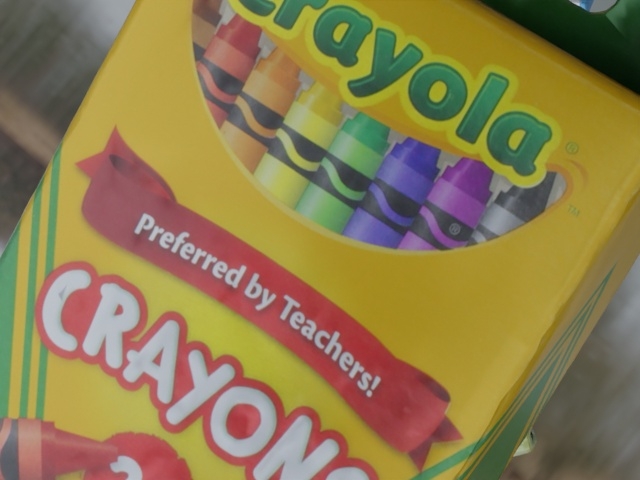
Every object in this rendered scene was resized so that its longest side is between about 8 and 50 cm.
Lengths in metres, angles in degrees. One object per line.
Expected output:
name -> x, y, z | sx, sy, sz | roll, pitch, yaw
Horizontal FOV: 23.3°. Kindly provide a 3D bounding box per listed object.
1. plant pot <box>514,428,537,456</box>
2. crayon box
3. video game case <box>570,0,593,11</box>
plant pot -> 0.011, 0.073, 1.065 | 0.276, 0.253, 0.276 | -8, -90, -81
crayon box -> 0.000, 0.000, 0.588 | 0.202, 0.318, 0.081 | 33, -169, 18
video game case -> 0.075, -0.174, 0.812 | 0.166, 0.119, 0.015 | 13, 147, 19
